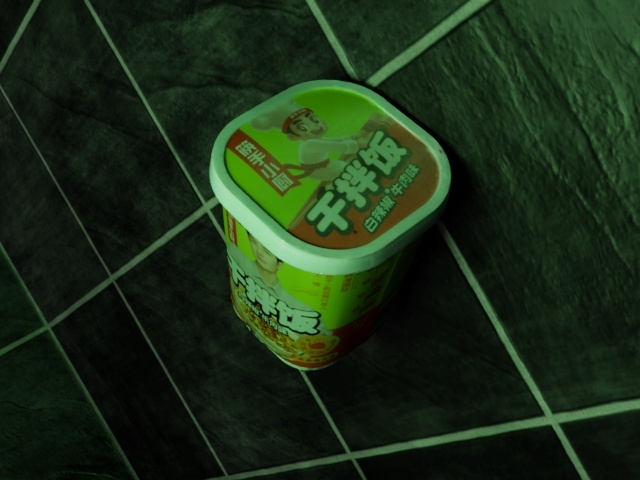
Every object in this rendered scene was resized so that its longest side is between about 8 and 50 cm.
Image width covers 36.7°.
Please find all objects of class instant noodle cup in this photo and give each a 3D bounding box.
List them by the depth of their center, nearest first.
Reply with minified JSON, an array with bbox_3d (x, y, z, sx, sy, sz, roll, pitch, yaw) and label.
[{"bbox_3d":[0.000,0.000,1.268,0.294,0.294,0.308,42,148,23],"label":"instant noodle cup"}]
